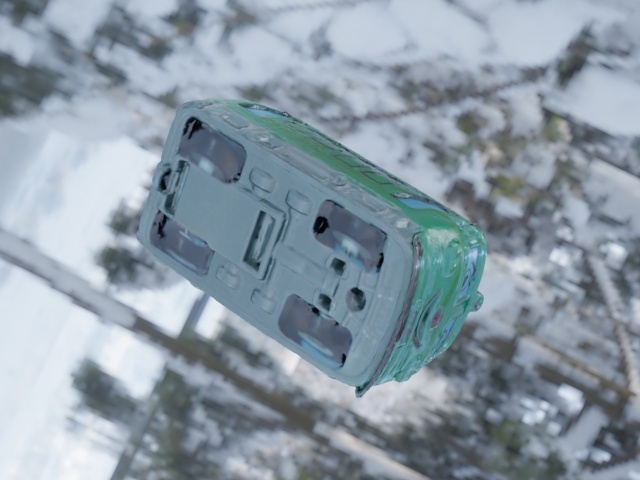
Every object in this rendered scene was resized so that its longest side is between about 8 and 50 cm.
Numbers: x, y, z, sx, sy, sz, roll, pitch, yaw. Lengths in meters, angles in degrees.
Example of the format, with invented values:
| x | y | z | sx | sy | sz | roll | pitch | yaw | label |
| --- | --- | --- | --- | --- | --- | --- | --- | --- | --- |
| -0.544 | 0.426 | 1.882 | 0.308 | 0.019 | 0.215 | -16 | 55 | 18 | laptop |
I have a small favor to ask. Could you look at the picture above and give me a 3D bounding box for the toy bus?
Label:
| x | y | z | sx | sy | sz | roll | pitch | yaw | label |
| --- | --- | --- | --- | --- | --- | --- | --- | --- | --- |
| 0.000 | 0.000 | 1.613 | 0.199 | 0.343 | 0.184 | -5 | 122 | -52 | toy bus |
